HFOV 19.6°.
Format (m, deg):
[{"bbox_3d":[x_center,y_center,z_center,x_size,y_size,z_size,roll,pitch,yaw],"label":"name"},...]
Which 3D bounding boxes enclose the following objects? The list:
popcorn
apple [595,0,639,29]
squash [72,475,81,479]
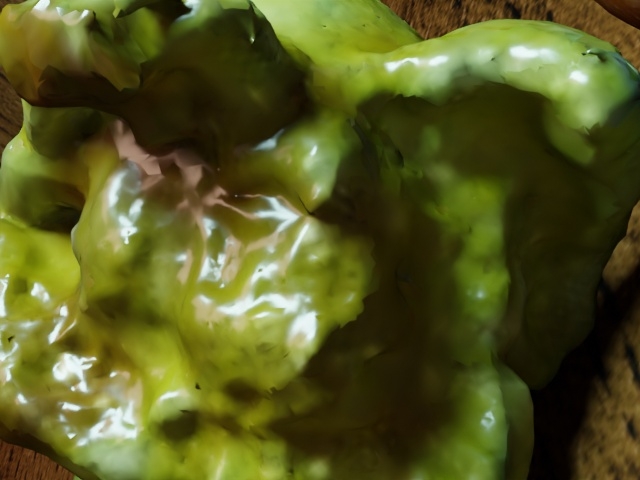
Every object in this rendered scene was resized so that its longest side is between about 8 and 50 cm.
[{"bbox_3d":[0.008,0.007,0.830,0.325,0.321,0.290,-38,1,18],"label":"popcorn"},{"bbox_3d":[0.180,-0.187,0.826,0.201,0.162,0.201,-54,14,21],"label":"apple"},{"bbox_3d":[-0.128,0.167,1.328,0.094,0.094,0.341,-43,20,50],"label":"squash"}]
